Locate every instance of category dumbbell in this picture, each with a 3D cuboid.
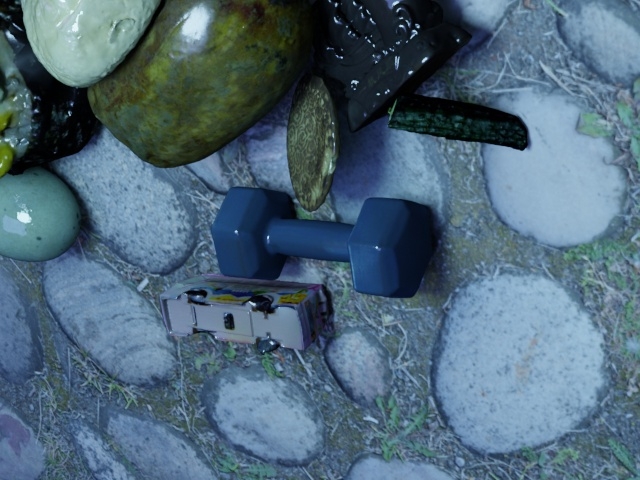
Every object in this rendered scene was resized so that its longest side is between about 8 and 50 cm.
[{"bbox_3d":[0.000,0.000,1.830,0.325,0.160,0.144,6,148,32],"label":"dumbbell"}]

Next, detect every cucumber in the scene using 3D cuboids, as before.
[{"bbox_3d":[0.176,-0.163,1.635,0.070,0.220,0.046,48,126,57],"label":"cucumber"}]

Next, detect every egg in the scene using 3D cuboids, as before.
[{"bbox_3d":[-0.522,-0.054,2.126,0.237,0.169,0.169,26,127,27],"label":"egg"}]

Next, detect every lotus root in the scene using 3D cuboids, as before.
[{"bbox_3d":[-0.153,-0.263,1.713,0.250,0.250,0.346,49,135,1],"label":"lotus root"}]

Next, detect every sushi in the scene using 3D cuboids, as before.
[{"bbox_3d":[-0.550,-0.239,1.969,0.329,0.285,0.327,30,128,15],"label":"sushi"}]

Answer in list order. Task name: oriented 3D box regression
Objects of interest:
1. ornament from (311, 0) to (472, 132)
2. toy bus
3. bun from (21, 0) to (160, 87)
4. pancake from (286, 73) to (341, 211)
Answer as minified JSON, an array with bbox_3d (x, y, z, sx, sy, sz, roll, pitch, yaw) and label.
[{"bbox_3d":[0.060,-0.311,1.653,0.260,0.106,0.251,59,142,9],"label":"ornament"},{"bbox_3d":[-0.124,0.114,1.994,0.274,0.112,0.090,5,117,31],"label":"toy bus"},{"bbox_3d":[-0.321,-0.322,1.658,0.153,0.243,0.244,25,136,-25],"label":"bun"},{"bbox_3d":[-0.013,-0.140,1.745,0.199,0.021,0.199,180,90,-68],"label":"pancake"}]
